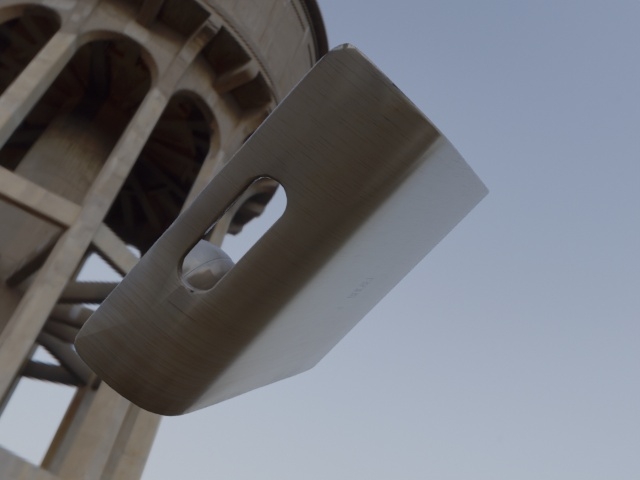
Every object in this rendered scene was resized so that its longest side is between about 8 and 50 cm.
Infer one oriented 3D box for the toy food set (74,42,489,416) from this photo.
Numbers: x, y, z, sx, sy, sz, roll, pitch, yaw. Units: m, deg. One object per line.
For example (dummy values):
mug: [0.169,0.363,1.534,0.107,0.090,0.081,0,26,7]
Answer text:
toy food set: [0.000,0.000,0.462,0.220,0.306,0.092,-46,-106,12]
